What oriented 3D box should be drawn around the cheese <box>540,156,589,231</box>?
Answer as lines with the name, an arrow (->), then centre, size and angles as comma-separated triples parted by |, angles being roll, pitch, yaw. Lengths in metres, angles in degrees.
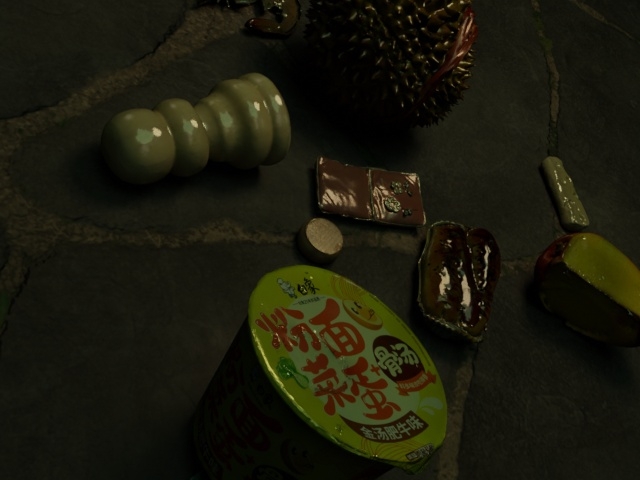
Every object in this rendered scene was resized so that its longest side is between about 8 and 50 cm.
cheese -> 0.556, -0.107, 1.736 | 0.065, 0.043, 0.194 | 5, 56, -27

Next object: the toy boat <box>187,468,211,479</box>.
toy boat -> -0.120, 0.420, 0.938 | 0.134, 0.092, 0.299 | 13, 54, -19

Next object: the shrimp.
shrimp -> -0.137, -0.492, 1.593 | 0.253, 0.058, 0.173 | -30, 85, -42

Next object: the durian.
durian -> 0.140, -0.392, 1.483 | 0.347, 0.347, 0.384 | -44, 115, -42

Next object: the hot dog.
hot dog -> 0.257, 0.069, 1.411 | 0.162, 0.082, 0.270 | 26, 50, -11

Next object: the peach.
peach -> 0.549, 0.097, 1.509 | 0.267, 0.159, 0.154 | 33, 58, -4

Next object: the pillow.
pillow -> 0.093, -0.087, 1.449 | 0.232, 0.043, 0.126 | 8, 56, -25

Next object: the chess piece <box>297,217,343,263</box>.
chess piece -> 0.000, 0.000, 1.336 | 0.083, 0.038, 0.084 | 17, 50, -22

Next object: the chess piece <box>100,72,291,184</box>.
chess piece -> -0.214, -0.172, 1.268 | 0.299, 0.167, 0.167 | -21, 71, -32

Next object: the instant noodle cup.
instant noodle cup -> -0.015, 0.219, 1.010 | 0.311, 0.221, 0.311 | 27, 33, -19
